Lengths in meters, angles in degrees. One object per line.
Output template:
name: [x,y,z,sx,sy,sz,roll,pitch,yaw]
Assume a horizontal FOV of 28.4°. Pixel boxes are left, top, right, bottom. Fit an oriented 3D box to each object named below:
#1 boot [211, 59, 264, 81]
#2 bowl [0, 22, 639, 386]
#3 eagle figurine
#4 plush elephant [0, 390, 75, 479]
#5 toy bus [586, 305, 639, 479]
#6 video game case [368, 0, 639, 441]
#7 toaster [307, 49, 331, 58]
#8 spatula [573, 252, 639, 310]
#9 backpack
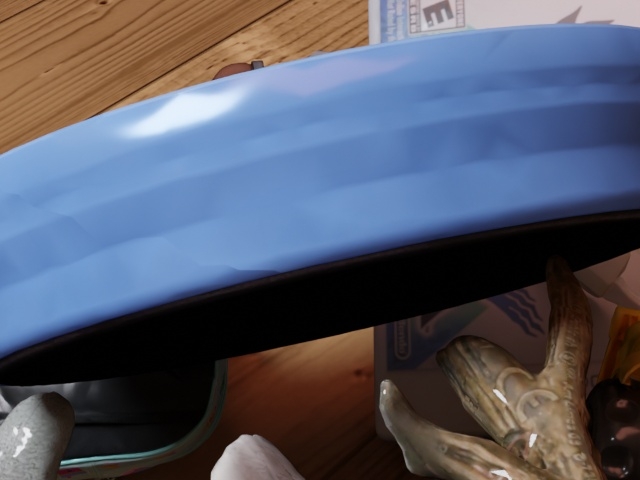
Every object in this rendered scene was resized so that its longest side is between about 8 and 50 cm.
boot: [-0.189,-0.046,0.880,0.280,0.264,0.096,7,59,-21]
bowl: [0.000,0.000,0.632,0.391,0.391,0.077,-12,82,-5]
eagle figurine: [0.056,0.194,0.545,0.225,0.298,0.226,37,39,19]
plush elephant: [-0.196,0.196,0.654,0.272,0.330,0.255,22,25,9]
toy bus: [0.198,0.145,0.708,0.149,0.220,0.211,11,14,0]
video game case: [0.182,-0.033,0.865,0.300,0.036,0.329,-4,74,15]
toaster: [0.041,-0.070,1.051,0.168,0.110,0.186,13,43,25]
spatula: [0.228,0.019,0.750,0.242,0.168,0.019,39,52,12]
backpack: [-0.153,0.080,0.847,0.188,0.144,0.166,-7,72,6]
